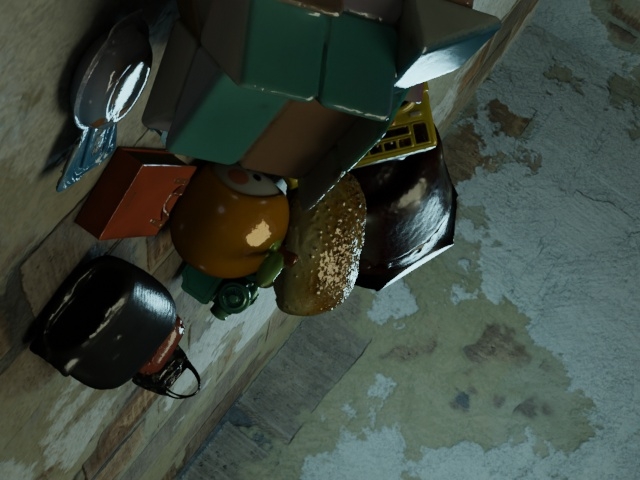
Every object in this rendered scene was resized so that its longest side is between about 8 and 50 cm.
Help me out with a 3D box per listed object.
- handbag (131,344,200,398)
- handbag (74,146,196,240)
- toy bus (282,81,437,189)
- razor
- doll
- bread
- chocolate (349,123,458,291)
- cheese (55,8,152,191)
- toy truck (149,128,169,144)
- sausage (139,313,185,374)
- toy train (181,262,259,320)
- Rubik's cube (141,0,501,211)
[{"bbox_3d":[-0.300,0.265,2.300,0.115,0.139,0.072,-50,161,-26],"label":"handbag"},{"bbox_3d":[-0.258,-0.066,1.622,0.127,0.063,0.190,-58,168,10],"label":"handbag"},{"bbox_3d":[0.015,-0.176,1.854,0.331,0.151,0.145,-14,-176,-4],"label":"toy bus"},{"bbox_3d":[-0.328,0.138,1.802,0.204,0.113,0.349,-52,170,-7],"label":"razor"},{"bbox_3d":[-0.128,-0.015,1.893,0.213,0.236,0.213,-47,165,-17],"label":"doll"},{"bbox_3d":[0.000,0.000,2.075,0.305,0.159,0.305,11,90,-86],"label":"bread"},{"bbox_3d":[0.115,-0.134,2.332,0.383,0.384,0.331,-52,171,-19],"label":"chocolate"},{"bbox_3d":[-0.250,-0.165,1.332,0.135,0.052,0.244,-45,166,-48],"label":"cheese"},{"bbox_3d":[-0.184,-0.197,1.559,0.074,0.063,0.136,-16,140,-45],"label":"toy truck"},{"bbox_3d":[-0.315,0.198,2.207,0.141,0.076,0.076,-56,171,3],"label":"sausage"},{"bbox_3d":[-0.169,0.047,2.170,0.198,0.154,0.107,-57,174,11],"label":"toy train"},{"bbox_3d":[-0.020,-0.242,1.304,0.368,0.358,0.387,53,-52,54],"label":"Rubik's cube"}]
